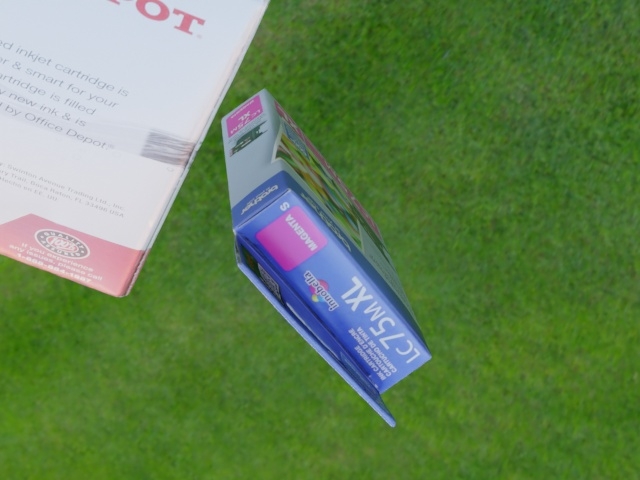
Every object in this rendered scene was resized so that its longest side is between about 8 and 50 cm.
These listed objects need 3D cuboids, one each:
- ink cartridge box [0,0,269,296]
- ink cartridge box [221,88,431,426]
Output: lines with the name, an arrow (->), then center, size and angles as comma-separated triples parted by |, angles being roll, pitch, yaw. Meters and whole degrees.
ink cartridge box -> -0.149, -0.110, 0.568 | 0.207, 0.117, 0.283 | 22, 143, -11
ink cartridge box -> 0.000, 0.000, 0.898 | 0.065, 0.311, 0.186 | -36, 113, 11
